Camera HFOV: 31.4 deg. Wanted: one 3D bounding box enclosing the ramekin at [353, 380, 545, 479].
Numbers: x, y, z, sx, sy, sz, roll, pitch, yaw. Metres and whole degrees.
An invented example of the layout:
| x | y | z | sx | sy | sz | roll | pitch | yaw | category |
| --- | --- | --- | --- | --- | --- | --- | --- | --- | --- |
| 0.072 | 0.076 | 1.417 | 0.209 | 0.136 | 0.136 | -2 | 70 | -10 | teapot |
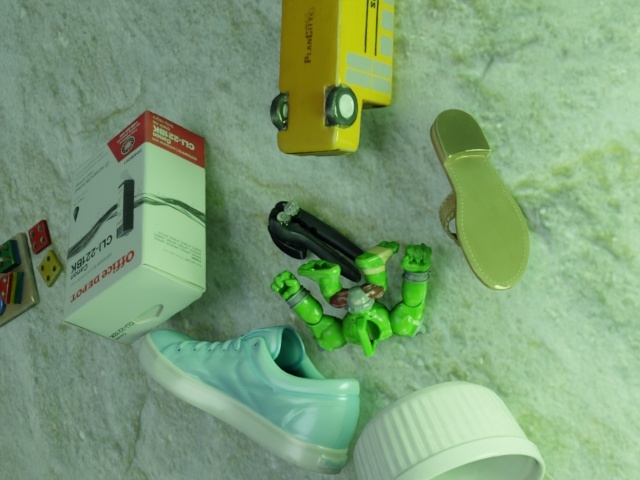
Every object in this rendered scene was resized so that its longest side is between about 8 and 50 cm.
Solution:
| x | y | z | sx | sy | sz | roll | pitch | yaw | category |
| --- | --- | --- | --- | --- | --- | --- | --- | --- | --- |
| 0.135 | 0.247 | 1.268 | 0.207 | 0.207 | 0.109 | -47 | 48 | 29 | ramekin |

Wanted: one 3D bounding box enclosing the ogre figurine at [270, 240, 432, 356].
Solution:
| x | y | z | sx | sy | sz | roll | pitch | yaw | category |
| --- | --- | --- | --- | --- | --- | --- | --- | --- | --- |
| 0.047 | 0.075 | 1.404 | 0.097 | 0.197 | 0.118 | -124 | 18 | -72 | ogre figurine |

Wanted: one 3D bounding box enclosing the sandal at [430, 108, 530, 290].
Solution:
| x | y | z | sx | sy | sz | roll | pitch | yaw | category |
| --- | --- | --- | --- | --- | --- | --- | --- | --- | --- |
| 0.178 | -0.035 | 1.347 | 0.079 | 0.088 | 0.240 | 116 | 144 | -59 | sandal |

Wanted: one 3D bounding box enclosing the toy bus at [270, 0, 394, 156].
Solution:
| x | y | z | sx | sy | sz | roll | pitch | yaw | category |
| --- | --- | --- | --- | --- | --- | --- | --- | --- | --- |
| 0.021 | -0.272 | 1.447 | 0.108 | 0.130 | 0.332 | 0 | 87 | 40 | toy bus |

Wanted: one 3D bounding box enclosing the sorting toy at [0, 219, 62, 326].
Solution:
| x | y | z | sx | sy | sz | roll | pitch | yaw | category |
| --- | --- | --- | --- | --- | --- | --- | --- | --- | --- |
| -0.552 | 0.067 | 1.982 | 0.274 | 0.046 | 0.132 | -28 | 69 | 36 | sorting toy |

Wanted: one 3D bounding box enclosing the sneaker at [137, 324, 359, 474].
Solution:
| x | y | z | sx | sy | sz | roll | pitch | yaw | category |
| --- | --- | --- | --- | --- | --- | --- | --- | --- | --- |
| -0.088 | 0.171 | 1.526 | 0.366 | 0.135 | 0.150 | 24 | 94 | 32 | sneaker |

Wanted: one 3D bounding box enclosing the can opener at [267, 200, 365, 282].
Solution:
| x | y | z | sx | sy | sz | roll | pitch | yaw | category |
| --- | --- | --- | --- | --- | --- | --- | --- | --- | --- |
| 0.000 | 0.000 | 1.506 | 0.186 | 0.073 | 0.059 | 27 | 65 | 36 | can opener |

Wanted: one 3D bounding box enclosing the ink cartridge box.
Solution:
| x | y | z | sx | sy | sz | roll | pitch | yaw | category |
| --- | --- | --- | --- | --- | --- | --- | --- | --- | --- |
| -0.266 | -0.016 | 1.640 | 0.197 | 0.114 | 0.273 | -33 | 47 | 35 | ink cartridge box |
